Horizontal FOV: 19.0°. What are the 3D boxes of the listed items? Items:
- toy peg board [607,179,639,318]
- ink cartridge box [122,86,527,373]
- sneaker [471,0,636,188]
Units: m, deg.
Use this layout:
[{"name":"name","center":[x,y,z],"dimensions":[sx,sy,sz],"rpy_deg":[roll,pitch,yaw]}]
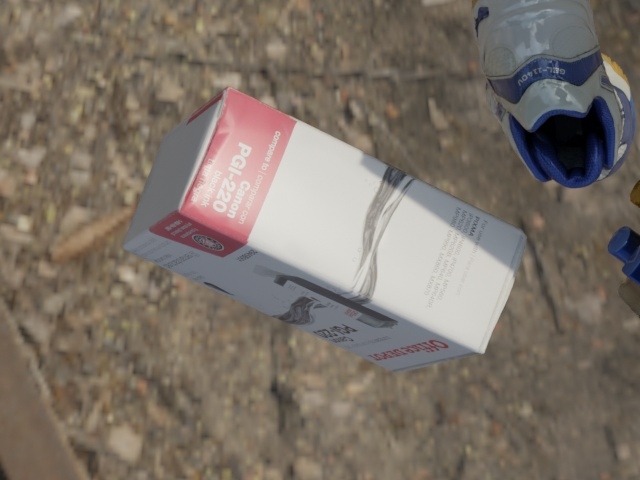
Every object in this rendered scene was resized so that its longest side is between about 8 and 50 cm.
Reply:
[{"name":"toy peg board","center":[0.229,-0.018,1.115],"dimensions":[0.079,0.161,0.160],"rpy_deg":[34,100,-19]},{"name":"ink cartridge box","center":[0.000,0.000,1.238],"dimensions":[0.218,0.092,0.158],"rpy_deg":[24,165,-14]},{"name":"sneaker","center":[0.180,-0.087,1.460],"dimensions":[0.112,0.131,0.296],"rpy_deg":[-15,156,15]}]
